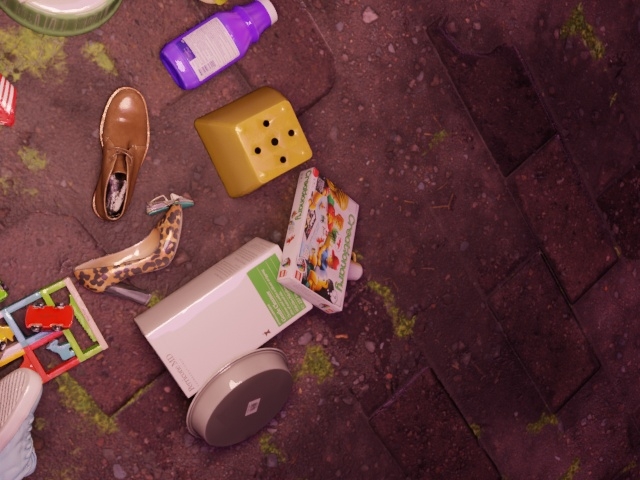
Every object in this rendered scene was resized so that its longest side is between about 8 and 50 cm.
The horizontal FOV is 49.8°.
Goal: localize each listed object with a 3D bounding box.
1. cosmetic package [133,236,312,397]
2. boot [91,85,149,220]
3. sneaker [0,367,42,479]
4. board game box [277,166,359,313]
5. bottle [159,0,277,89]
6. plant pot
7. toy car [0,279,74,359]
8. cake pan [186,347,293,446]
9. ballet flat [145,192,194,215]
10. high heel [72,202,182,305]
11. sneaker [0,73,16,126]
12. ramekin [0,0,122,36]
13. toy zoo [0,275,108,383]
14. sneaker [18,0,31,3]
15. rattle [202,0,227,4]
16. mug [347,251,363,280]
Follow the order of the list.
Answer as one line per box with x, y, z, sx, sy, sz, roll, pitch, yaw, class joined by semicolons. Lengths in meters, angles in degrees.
-0.231;0.175;1.647;0.365;0.155;0.197;-37;112;-17;cosmetic package
-0.435;-0.190;1.527;0.112;0.115;0.305;9;93;-23;boot
-0.676;0.439;1.499;0.150;0.135;0.366;25;102;-47;sneaker
0.000;0.000;1.685;0.193;0.053;0.305;36;53;-40;board game box
-0.228;-0.463;1.592;0.283;0.092;0.118;-39;111;-15;bottle
-0.138;-0.229;1.613;0.212;0.187;0.212;-30;109;-17;plant pot
-0.670;0.147;1.465;0.239;0.053;0.225;-31;76;-19;toy car
-0.182;0.387;1.668;0.293;0.054;0.293;-29;142;-25;cake pan
-0.355;-0.090;1.619;0.114;0.041;0.041;-15;103;-23;ballet flat
-0.431;0.011;1.563;0.186;0.093;0.261;23;97;-31;high heel
-0.709;-0.248;1.411;0.128;0.087;0.221;38;82;-22;sneaker
-0.536;-0.581;1.406;0.303;0.148;0.303;-4;99;-24;ramekin
-0.651;0.230;1.532;0.293;0.030;0.192;-30;108;-18;toy zoo
-0.478;-0.566;1.300;0.292;0.108;0.169;-35;111;-6;sneaker
-0.274;-0.637;1.563;0.200;0.130;0.143;24;75;1;rattle
0.080;0.071;1.825;0.064;0.062;0.078;16;97;-33;mug
